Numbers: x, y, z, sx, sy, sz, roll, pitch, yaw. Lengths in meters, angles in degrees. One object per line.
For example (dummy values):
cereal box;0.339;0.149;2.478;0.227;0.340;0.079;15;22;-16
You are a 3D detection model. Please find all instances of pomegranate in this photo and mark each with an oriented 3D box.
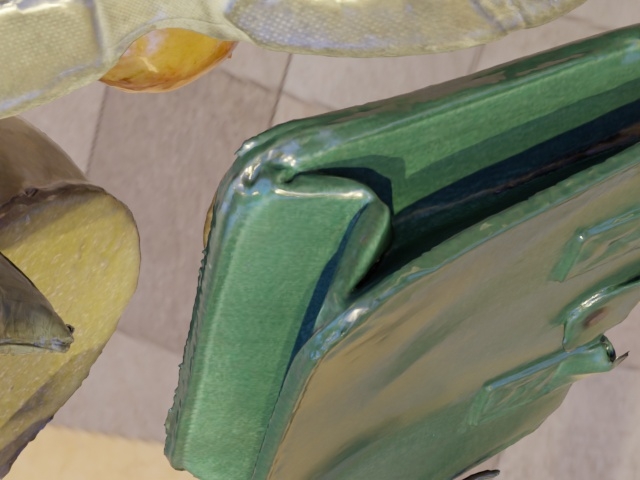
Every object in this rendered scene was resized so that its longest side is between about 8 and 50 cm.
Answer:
pomegranate;-0.143;-0.203;1.368;0.191;0.191;0.191;6;121;10

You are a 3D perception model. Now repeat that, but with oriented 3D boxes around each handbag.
handbag;0.055;0.041;0.840;0.238;0.089;0.326;-21;155;-20

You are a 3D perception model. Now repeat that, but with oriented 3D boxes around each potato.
potato;-0.427;0.053;1.661;0.319;0.385;0.442;34;85;22

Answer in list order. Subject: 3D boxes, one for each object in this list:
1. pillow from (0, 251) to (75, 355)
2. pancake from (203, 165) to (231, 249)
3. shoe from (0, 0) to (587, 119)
pillow;-0.332;0.023;1.274;0.185;0.302;0.075;41;111;34
pancake;0.000;0.000;1.484;0.199;0.021;0.199;-1;99;-4
shoe;-0.032;-0.160;0.657;0.342;0.210;0.132;-10;125;10
